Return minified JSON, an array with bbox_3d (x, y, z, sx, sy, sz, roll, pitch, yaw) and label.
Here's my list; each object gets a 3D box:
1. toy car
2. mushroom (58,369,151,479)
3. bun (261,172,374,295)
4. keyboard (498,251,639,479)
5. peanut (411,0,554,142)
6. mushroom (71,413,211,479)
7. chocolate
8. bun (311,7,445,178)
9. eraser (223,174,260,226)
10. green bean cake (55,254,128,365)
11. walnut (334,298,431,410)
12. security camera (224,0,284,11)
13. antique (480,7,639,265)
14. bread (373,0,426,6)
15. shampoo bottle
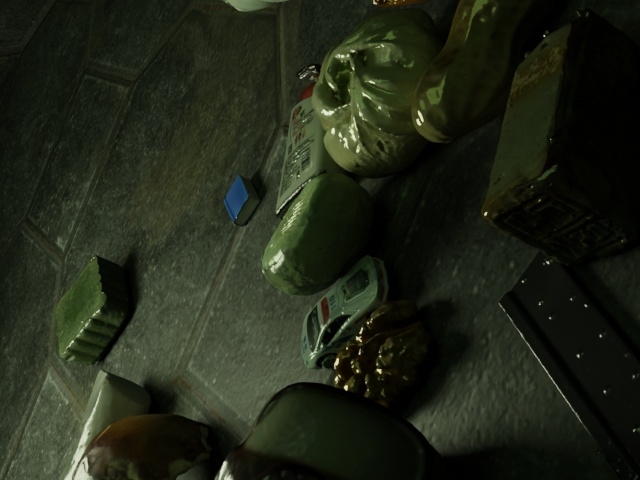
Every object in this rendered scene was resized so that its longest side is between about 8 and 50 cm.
[{"bbox_3d":[0.029,0.105,1.505,0.205,0.056,0.095,-45,37,34],"label":"toy car"},{"bbox_3d":[-0.424,0.446,1.971,0.177,0.126,0.397,4,75,70],"label":"mushroom"},{"bbox_3d":[0.000,0.000,1.546,0.195,0.118,0.195,-53,13,18],"label":"bun"},{"bbox_3d":[0.276,0.125,1.117,0.101,0.018,0.309,-55,32,19],"label":"keyboard"},{"bbox_3d":[0.214,-0.245,1.365,0.125,0.111,0.274,29,95,30],"label":"peanut"},{"bbox_3d":[-0.303,0.423,1.757,0.233,0.208,0.301,-28,-43,-72],"label":"mushroom"},{"bbox_3d":[0.030,0.275,1.217,0.186,0.283,0.283,-55,27,-13],"label":"chocolate"},{"bbox_3d":[0.080,-0.222,1.529,0.259,0.160,0.259,-42,36,40],"label":"bun"},{"bbox_3d":[-0.143,-0.072,1.933,0.063,0.027,0.084,-56,31,18],"label":"eraser"},{"bbox_3d":[-0.485,0.150,2.290,0.185,0.094,0.183,-54,32,24],"label":"green bean cake"},{"bbox_3d":[0.072,0.154,1.389,0.170,0.069,0.143,-56,33,26],"label":"walnut"},{"bbox_3d":[-0.098,-0.541,2.003,0.236,0.195,0.194,-4,68,56],"label":"security camera"},{"bbox_3d":[0.274,-0.127,1.181,0.125,0.150,0.284,-32,37,48],"label":"antique"},{"bbox_3d":[0.108,-0.436,1.607,0.288,0.204,0.156,-161,74,-64],"label":"bread"},{"bbox_3d":[-0.010,-0.178,1.742,0.153,0.071,0.284,-38,39,46],"label":"shampoo bottle"}]
